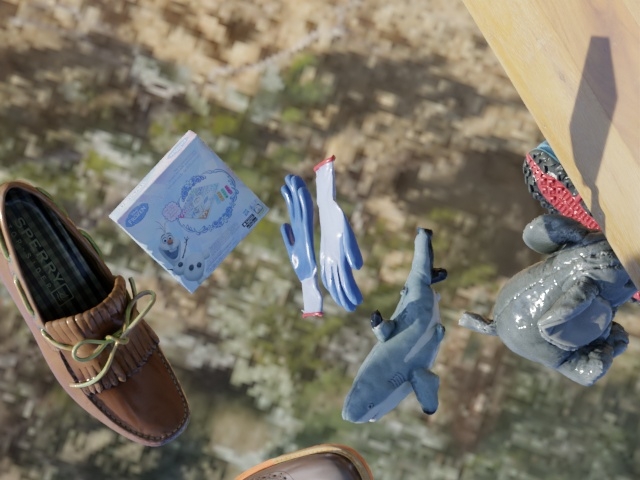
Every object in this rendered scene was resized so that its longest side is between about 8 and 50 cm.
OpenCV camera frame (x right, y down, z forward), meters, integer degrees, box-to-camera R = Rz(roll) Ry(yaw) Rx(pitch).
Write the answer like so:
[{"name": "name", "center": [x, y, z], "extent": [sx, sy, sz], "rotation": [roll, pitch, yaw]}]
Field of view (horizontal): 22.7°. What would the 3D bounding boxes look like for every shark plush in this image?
[{"name": "shark plush", "center": [0.067, 0.072, 1.265], "extent": [0.067, 0.161, 0.073], "rotation": [9, -157, -32]}]

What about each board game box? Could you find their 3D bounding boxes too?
[{"name": "board game box", "center": [-0.099, -0.021, 1.216], "extent": [0.090, 0.090, 0.020], "rotation": [47, 173, -31]}]

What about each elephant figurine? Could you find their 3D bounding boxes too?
[{"name": "elephant figurine", "center": [0.293, 0.041, 1.769], "extent": [0.169, 0.186, 0.239], "rotation": [43, 154, 17]}]

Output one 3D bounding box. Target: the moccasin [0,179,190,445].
[{"name": "moccasin", "center": [-0.284, 0.088, 1.969], "extent": [0.380, 0.139, 0.147], "rotation": [62, 160, -4]}]

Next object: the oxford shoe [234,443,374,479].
[{"name": "oxford shoe", "center": [-0.104, 0.334, 1.657], "extent": [0.130, 0.364, 0.133], "rotation": [57, -166, 7]}]

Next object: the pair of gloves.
[{"name": "pair of gloves", "center": [0.000, 0.000, 1.646], "extent": [0.023, 0.159, 0.198], "rotation": [-7, 174, -19]}]

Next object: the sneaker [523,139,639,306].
[{"name": "sneaker", "center": [0.373, -0.036, 1.939], "extent": [0.262, 0.125, 0.104], "rotation": [51, 154, 2]}]

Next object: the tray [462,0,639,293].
[{"name": "tray", "center": [0.255, -0.146, 1.270], "extent": [0.076, 0.203, 0.411], "rotation": [-13, -114, -40]}]
